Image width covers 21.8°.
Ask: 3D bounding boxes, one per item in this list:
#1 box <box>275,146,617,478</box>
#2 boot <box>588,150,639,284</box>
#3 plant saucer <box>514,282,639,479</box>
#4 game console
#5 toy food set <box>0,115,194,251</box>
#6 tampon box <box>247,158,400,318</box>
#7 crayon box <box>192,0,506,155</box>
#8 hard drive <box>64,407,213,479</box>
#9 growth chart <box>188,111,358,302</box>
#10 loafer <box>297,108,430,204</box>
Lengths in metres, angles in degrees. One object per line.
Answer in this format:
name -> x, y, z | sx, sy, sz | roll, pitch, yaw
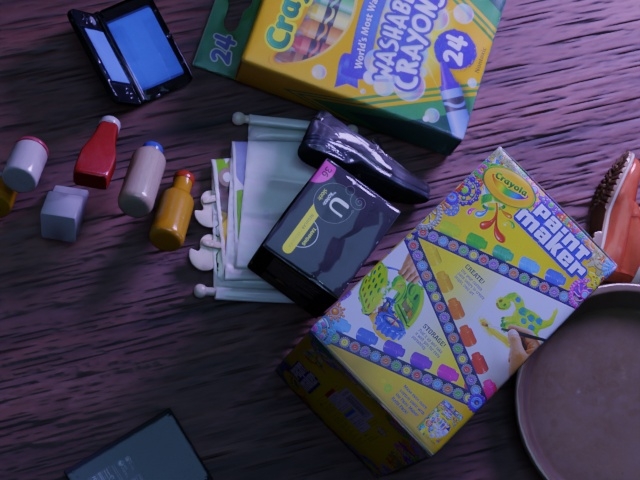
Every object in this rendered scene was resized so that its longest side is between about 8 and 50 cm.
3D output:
box -> 0.124, 0.087, 1.768 | 0.279, 0.290, 0.177 | -43, 87, -15
boot -> 0.360, -0.023, 1.953 | 0.084, 0.059, 0.158 | 18, 84, -8
plant saucer -> 0.354, 0.188, 1.913 | 0.278, 0.041, 0.278 | 2, 79, -9
game console -> -0.217, -0.221, 1.894 | 0.071, 0.107, 0.122 | -30, 83, 15
toy food set -> -0.256, -0.072, 1.843 | 0.232, 0.111, 0.104 | 9, 46, 3
tampon box -> 0.000, 0.000, 1.812 | 0.101, 0.161, 0.120 | 36, 76, -2
crayon box -> 0.036, -0.250, 1.932 | 0.323, 0.083, 0.203 | 19, 76, -4
hard drive -> -0.199, 0.258, 1.818 | 0.135, 0.022, 0.094 | -30, 84, -14
growth chart -> -0.057, -0.037, 1.904 | 0.172, 0.021, 0.237 | 11, 77, -6
loafer -> 0.058, -0.094, 1.903 | 0.170, 0.062, 0.061 | 27, 66, -23
